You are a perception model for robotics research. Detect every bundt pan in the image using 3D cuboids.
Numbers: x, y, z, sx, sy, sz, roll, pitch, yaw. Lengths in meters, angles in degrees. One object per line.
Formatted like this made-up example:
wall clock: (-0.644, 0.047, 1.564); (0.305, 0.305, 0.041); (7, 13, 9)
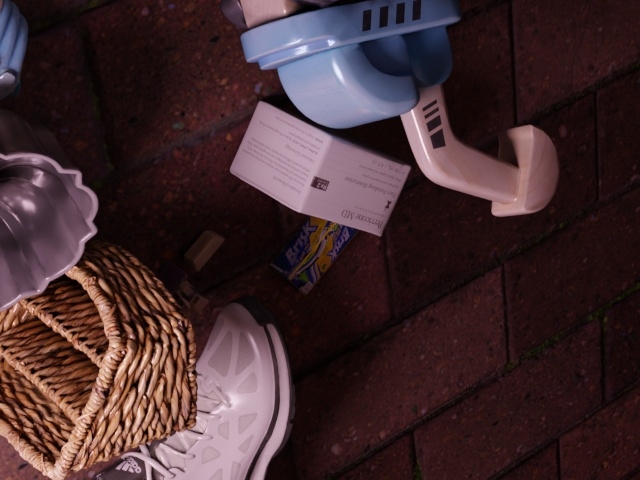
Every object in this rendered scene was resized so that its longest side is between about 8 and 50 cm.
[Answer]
bundt pan: (-0.443, -0.041, 1.724); (0.331, 0.124, 0.330); (-18, 147, -12)

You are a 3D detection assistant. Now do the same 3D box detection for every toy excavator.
toy excavator: (0.110, -0.218, 1.970); (0.433, 0.222, 0.445); (-16, 96, -32)

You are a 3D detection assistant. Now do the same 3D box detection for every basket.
basket: (-0.328, 0.136, 1.850); (0.223, 0.299, 0.213); (-18, 123, -33)

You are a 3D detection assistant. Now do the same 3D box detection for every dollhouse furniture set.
dollhouse furniture set: (-0.167, 0.053, 2.108); (0.114, 0.091, 0.081); (-51, 150, -11)

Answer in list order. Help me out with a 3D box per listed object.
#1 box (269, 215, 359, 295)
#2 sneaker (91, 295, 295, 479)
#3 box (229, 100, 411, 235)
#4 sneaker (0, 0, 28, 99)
box: (0.000, 0.000, 2.225); (0.169, 0.059, 0.054); (-50, 134, -7)
sneaker: (-0.198, 0.305, 2.143); (0.258, 0.169, 0.447); (-9, 120, -39)
box: (0.000, -0.105, 2.082); (0.181, 0.182, 0.119); (15, 101, -44)
sneaker: (-0.473, -0.193, 1.676); (0.319, 0.127, 0.208); (-47, 133, -10)
